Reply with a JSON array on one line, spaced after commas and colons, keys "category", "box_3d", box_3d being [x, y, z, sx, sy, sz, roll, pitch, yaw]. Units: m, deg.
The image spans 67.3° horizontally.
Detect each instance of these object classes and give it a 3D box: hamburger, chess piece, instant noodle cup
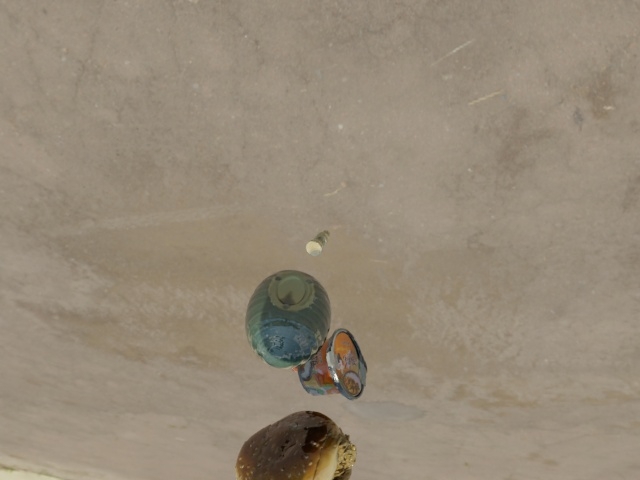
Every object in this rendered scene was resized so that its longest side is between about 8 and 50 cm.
[{"category": "hamburger", "box_3d": [-0.051, 0.481, 1.025, 0.286, 0.243, 0.146, -14, 110, 28]}, {"category": "chess piece", "box_3d": [0.000, 0.000, 1.060, 0.035, 0.092, 0.035, 8, 115, 16]}, {"category": "instant noodle cup", "box_3d": [0.021, 0.323, 1.227, 0.126, 0.177, 0.208, -18, 137, 25]}]

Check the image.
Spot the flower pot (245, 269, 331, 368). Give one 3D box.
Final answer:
[{"category": "flower pot", "box_3d": [-0.070, 0.168, 1.071, 0.190, 0.243, 0.157, 7, 123, 1]}]

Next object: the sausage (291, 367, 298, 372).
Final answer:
[{"category": "sausage", "box_3d": [-0.051, 0.436, 1.618, 0.048, 0.050, 0.145, -4, -174, -30]}]
